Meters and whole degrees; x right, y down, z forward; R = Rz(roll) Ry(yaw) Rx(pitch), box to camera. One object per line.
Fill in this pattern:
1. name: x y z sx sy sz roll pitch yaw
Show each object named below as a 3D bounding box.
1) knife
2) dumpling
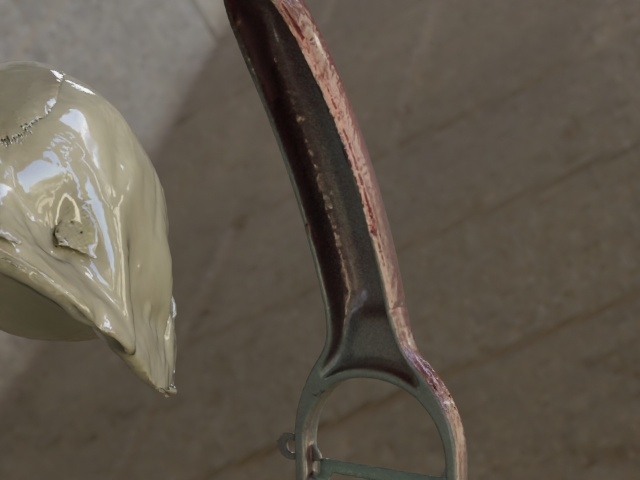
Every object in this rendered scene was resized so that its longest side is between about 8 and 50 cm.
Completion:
1. knife: 0.001 -0.001 0.961 0.123 0.278 0.053 1 23 38
2. dumpling: -0.179 -0.005 1.390 0.181 0.260 0.341 -51 25 -16
